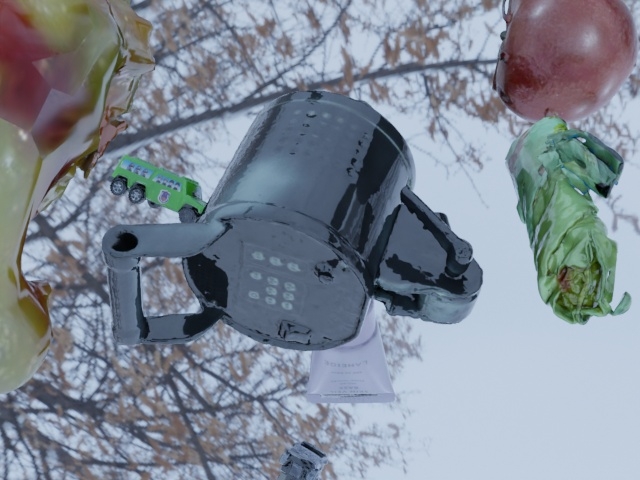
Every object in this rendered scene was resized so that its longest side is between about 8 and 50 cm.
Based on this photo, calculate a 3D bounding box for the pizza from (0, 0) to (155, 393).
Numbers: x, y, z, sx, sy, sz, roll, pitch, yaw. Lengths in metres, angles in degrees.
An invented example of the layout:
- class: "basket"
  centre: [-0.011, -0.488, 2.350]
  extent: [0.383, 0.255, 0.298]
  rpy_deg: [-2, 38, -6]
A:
- class: "pizza"
  centre: [-0.172, 0.021, 0.258]
  extent: [0.130, 0.440, 0.406]
  rpy_deg: [24, -118, 19]

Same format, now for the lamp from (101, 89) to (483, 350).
- class: "lamp"
  centre: [-0.026, -0.030, 0.903]
  extent: [0.374, 0.205, 0.272]
  rpy_deg: [3, -131, -6]

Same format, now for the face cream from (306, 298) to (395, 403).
- class: "face cream"
  centre: [0.044, 0.186, 1.357]
  extent: [0.154, 0.273, 0.096]
  rpy_deg: [-4, -135, 2]

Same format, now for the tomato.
- class: "tomato"
  centre: [0.269, -0.214, 0.915]
  extent: [0.167, 0.167, 0.167]
  rpy_deg: [-7, -122, 11]

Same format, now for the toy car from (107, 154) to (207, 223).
- class: "toy car"
  centre: [-0.218, -0.068, 1.182]
  extent: [0.165, 0.071, 0.062]
  rpy_deg: [23, -89, 17]

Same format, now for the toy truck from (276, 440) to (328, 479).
- class: "toy truck"
  centre: [-0.022, 0.220, 0.747]
  extent: [0.039, 0.044, 0.083]
  rpy_deg: [27, -70, 20]

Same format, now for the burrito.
- class: "burrito"
  centre: [0.185, -0.039, 0.630]
  extent: [0.054, 0.104, 0.288]
  rpy_deg: [11, -151, 2]
